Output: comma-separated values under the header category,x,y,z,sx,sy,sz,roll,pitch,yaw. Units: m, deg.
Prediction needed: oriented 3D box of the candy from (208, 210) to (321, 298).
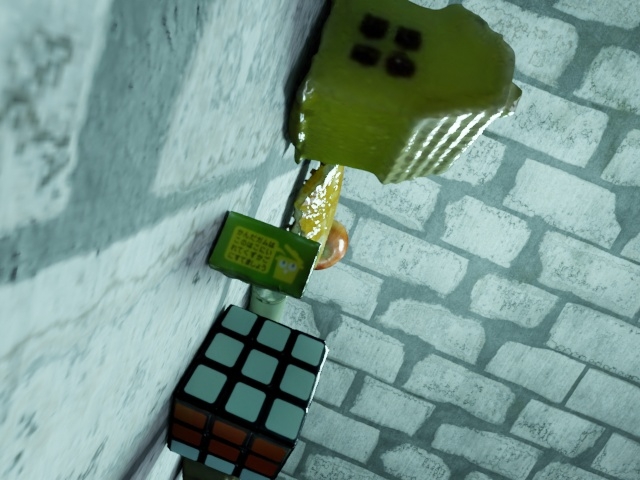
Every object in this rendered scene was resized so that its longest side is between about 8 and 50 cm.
category,x,y,z,sx,sy,sz,roll,pitch,yaw
candy,-0.055,0.021,0.484,0.194,0.097,0.062,113,-3,-85

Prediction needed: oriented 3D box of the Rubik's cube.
category,x,y,z,sx,sy,sz,roll,pitch,yaw
Rubik's cube,-0.099,0.216,0.585,0.162,0.163,0.161,-69,-179,-50

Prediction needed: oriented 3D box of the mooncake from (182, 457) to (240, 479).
category,x,y,z,sx,sy,sz,roll,pitch,yaw
mooncake,-0.197,0.409,0.890,0.228,0.124,0.229,22,90,-88

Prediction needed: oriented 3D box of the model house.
category,x,y,z,sx,sy,sz,roll,pitch,yaw
model house,0.096,-0.161,0.509,0.193,0.234,0.175,103,9,-74

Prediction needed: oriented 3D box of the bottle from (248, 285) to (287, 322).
category,x,y,z,sx,sy,sz,roll,pitch,yaw
bottle,-0.109,0.132,0.850,0.202,0.072,0.072,112,1,-58

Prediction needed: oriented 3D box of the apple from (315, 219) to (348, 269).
category,x,y,z,sx,sy,sz,roll,pitch,yaw
apple,0.000,0.000,1.368,0.199,0.199,0.199,23,90,-89

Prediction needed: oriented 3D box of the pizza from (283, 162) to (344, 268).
category,x,y,z,sx,sy,sz,roll,pitch,yaw
pizza,-0.016,-0.062,0.905,0.182,0.073,0.366,-46,157,-43
